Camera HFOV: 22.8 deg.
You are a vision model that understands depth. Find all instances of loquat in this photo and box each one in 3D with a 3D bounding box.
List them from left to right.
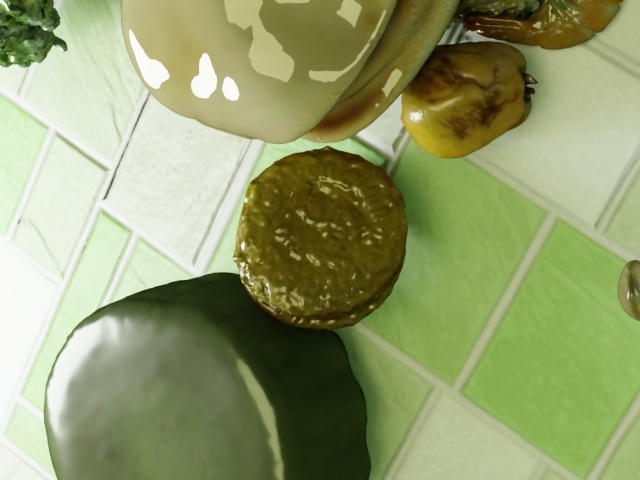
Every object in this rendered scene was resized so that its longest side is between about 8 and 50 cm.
[{"bbox_3d":[0.145,-0.139,1.552,0.137,0.137,0.113,-28,67,30],"label":"loquat"}]

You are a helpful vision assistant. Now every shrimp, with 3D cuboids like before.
[{"bbox_3d":[0.197,-0.235,1.550,0.217,0.051,0.115,-14,93,28],"label":"shrimp"}]

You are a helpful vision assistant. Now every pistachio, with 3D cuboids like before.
[{"bbox_3d":[-0.026,-0.268,1.523,0.445,0.281,0.365,-39,59,41],"label":"pistachio"}]

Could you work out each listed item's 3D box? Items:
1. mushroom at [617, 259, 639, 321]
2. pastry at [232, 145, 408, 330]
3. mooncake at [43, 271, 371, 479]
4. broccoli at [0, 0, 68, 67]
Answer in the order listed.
[{"bbox_3d":[0.401,0.057,1.458,0.270,0.103,0.118,25,104,35],"label":"mushroom"},{"bbox_3d":[0.000,0.000,1.626,0.189,0.103,0.189,-1,70,2],"label":"pastry"},{"bbox_3d":[-0.124,0.213,1.725,0.356,0.194,0.356,5,99,33],"label":"mooncake"},{"bbox_3d":[-0.397,-0.349,1.744,0.334,0.272,0.324,38,120,8],"label":"broccoli"}]
